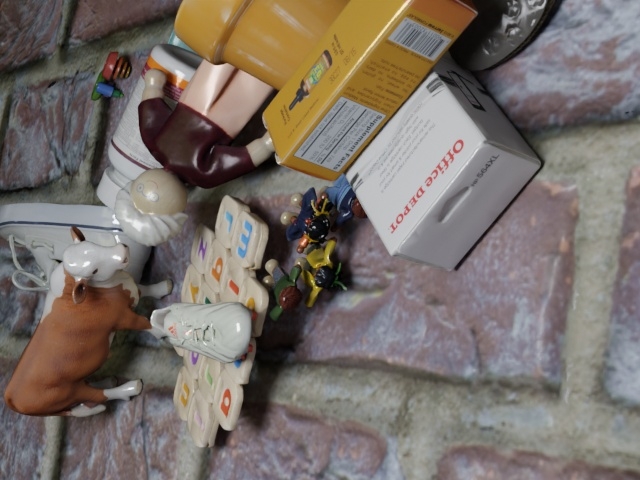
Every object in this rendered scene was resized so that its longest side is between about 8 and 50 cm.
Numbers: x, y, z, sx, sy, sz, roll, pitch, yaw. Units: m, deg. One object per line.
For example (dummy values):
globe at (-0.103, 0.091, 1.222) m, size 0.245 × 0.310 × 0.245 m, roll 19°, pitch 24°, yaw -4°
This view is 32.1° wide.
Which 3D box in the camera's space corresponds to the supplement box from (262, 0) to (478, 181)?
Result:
supplement box at (0.042, -0.166, 1.070) m, size 0.233 × 0.080 × 0.078 m, roll -46°, pitch 43°, yaw 28°

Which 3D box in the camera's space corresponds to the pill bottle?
pill bottle at (-0.211, -0.141, 1.492) m, size 0.121 × 0.121 × 0.221 m, roll 48°, pitch 116°, yaw 48°

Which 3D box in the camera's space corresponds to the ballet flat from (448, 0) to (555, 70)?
ballet flat at (0.207, -0.267, 1.058) m, size 0.084 × 0.058 × 0.250 m, roll 39°, pitch 120°, yaw 13°

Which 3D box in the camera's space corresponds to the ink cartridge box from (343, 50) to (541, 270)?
ink cartridge box at (0.102, -0.091, 1.098) m, size 0.148 × 0.086 × 0.203 m, roll -53°, pitch 42°, yaw 26°

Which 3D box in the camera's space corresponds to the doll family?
doll family at (0.000, 0.000, 1.208) m, size 0.111 × 0.076 × 0.193 m, roll -137°, pitch 61°, yaw -71°

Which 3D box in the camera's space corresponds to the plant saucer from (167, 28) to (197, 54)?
plant saucer at (-0.183, -0.271, 1.584) m, size 0.119 × 0.021 × 0.119 m, roll -22°, pitch 61°, yaw 46°

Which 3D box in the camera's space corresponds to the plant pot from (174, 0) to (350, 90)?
plant pot at (-0.021, -0.241, 1.199) m, size 0.205 × 0.188 × 0.205 m, roll -50°, pitch -1°, yaw -1°

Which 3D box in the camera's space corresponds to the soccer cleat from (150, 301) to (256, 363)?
soccer cleat at (-0.132, 0.099, 1.238) m, size 0.196 × 0.076 × 0.068 m, roll -5°, pitch 77°, yaw 65°

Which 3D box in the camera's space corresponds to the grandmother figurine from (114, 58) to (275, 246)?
grandmother figurine at (-0.143, -0.148, 1.353) m, size 0.208 × 0.104 × 0.342 m, roll 30°, pitch 90°, yaw 32°

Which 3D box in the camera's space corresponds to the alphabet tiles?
alphabet tiles at (-0.123, 0.095, 1.340) m, size 0.278 × 0.021 × 0.284 m, roll 39°, pitch 116°, yaw 63°

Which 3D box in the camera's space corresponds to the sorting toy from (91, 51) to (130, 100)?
sorting toy at (-0.328, -0.251, 1.758) m, size 0.102 × 0.042 × 0.061 m, roll -49°, pitch 27°, yaw 47°

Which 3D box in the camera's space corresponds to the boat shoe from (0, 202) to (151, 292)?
boat shoe at (-0.376, 0.030, 1.657) m, size 0.367 × 0.136 × 0.156 m, roll 3°, pitch 83°, yaw 43°

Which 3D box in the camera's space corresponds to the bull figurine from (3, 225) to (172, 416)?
bull figurine at (-0.299, 0.115, 1.462) m, size 0.310 × 0.188 × 0.101 m, roll -55°, pitch 42°, yaw 25°
